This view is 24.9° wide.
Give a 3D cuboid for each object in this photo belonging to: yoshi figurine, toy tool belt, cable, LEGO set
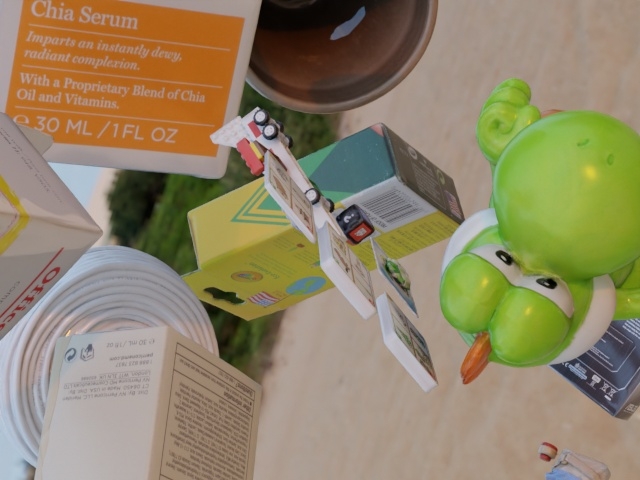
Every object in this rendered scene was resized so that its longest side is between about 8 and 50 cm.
[{"bbox_3d":[0.187,-0.019,1.022,0.362,0.204,0.203,-31,-64,-69],"label":"yoshi figurine"},{"bbox_3d":[0.258,0.247,1.514,0.051,0.083,0.052,-61,-33,-16],"label":"toy tool belt"},{"bbox_3d":[-0.228,0.133,1.543,0.089,0.257,0.257,16,118,57],"label":"cable"},{"bbox_3d":[0.000,0.000,1.031,0.060,0.182,0.244,-36,18,10],"label":"LEGO set"}]

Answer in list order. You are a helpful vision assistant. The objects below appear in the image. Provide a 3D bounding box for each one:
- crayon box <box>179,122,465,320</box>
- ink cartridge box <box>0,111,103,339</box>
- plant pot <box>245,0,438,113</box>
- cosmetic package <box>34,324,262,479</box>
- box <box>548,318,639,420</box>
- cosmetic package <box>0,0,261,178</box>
[{"bbox_3d":[-0.012,-0.013,1.723,0.202,0.319,0.081,31,-141,-57],"label":"crayon box"},{"bbox_3d":[-0.277,0.015,0.902,0.207,0.119,0.353,-44,-14,10],"label":"ink cartridge box"},{"bbox_3d":[-0.015,-0.312,1.773,0.229,0.263,0.263,-121,45,-61],"label":"plant pot"},{"bbox_3d":[-0.140,0.238,1.120,0.160,0.113,0.309,42,-132,-53],"label":"cosmetic package"},{"bbox_3d":[0.271,0.043,1.486,0.183,0.231,0.056,-55,-26,6],"label":"box"},{"bbox_3d":[-0.161,-0.293,1.183,0.161,0.230,0.453,38,120,55],"label":"cosmetic package"}]
